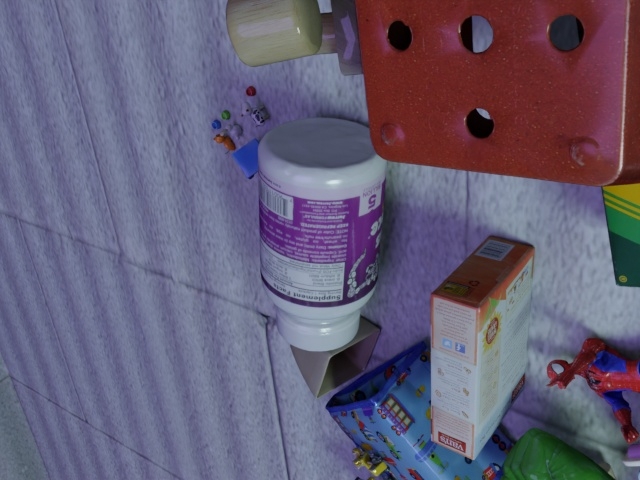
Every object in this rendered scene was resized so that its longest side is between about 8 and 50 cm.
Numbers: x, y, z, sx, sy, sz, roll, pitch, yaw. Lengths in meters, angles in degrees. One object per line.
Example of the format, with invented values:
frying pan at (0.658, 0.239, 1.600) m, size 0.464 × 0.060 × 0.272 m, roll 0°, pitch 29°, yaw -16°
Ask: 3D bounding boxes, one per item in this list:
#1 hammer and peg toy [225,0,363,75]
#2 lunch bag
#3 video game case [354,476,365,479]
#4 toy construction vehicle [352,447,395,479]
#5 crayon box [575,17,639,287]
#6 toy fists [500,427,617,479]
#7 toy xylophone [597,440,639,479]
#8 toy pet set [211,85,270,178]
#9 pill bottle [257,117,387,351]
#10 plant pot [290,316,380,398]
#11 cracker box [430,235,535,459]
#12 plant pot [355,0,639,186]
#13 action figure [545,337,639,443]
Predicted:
hammer and peg toy at (0.031, -0.292, 0.608) m, size 0.127 × 0.361 × 0.266 m, roll 0°, pitch 117°, yaw 19°
lunch bag at (0.125, 0.318, 1.089) m, size 0.221 × 0.138 × 0.293 m, roll 49°, pitch 146°, yaw 2°
video game case at (0.194, 0.511, 1.120) m, size 0.275 × 0.035 × 0.248 m, roll 52°, pitch 154°, yaw -16°
toy construction vehicle at (0.082, 0.362, 1.066) m, size 0.086 × 0.035 × 0.098 m, roll 54°, pitch 159°, yaw -15°
crayon box at (0.392, -0.135, 0.564) m, size 0.313 × 0.106 × 0.363 m, roll 1°, pitch 115°, yaw 41°
toy fists at (0.306, 0.349, 0.915) m, size 0.142 × 0.096 × 0.279 m, roll 39°, pitch 159°, yaw 36°
toy xylophone at (0.468, 0.352, 0.818) m, size 0.323 × 0.081 × 0.236 m, roll 50°, pitch 138°, yaw -1°
toy pet set at (-0.124, -0.149, 1.040) m, size 0.122 × 0.065 × 0.114 m, roll -32°, pitch 93°, yaw 48°
pill bottle at (0.000, 0.000, 0.951) m, size 0.169 × 0.169 × 0.302 m, roll 24°, pitch 130°, yaw 29°
plant pot at (0.013, 0.165, 1.097) m, size 0.096 × 0.109 × 0.109 m, roll 43°, pitch 138°, yaw 30°
cracker box at (0.201, 0.133, 0.866) m, size 0.067 × 0.155 × 0.232 m, roll 16°, pitch 125°, yaw 34°
plant pot at (0.166, -0.170, 0.492) m, size 0.267 × 0.235 × 0.267 m, roll 12°, pitch 122°, yaw 38°
action figure at (0.370, 0.169, 0.762) m, size 0.280 × 0.139 × 0.092 m, roll -4°, pitch 111°, yaw 45°
